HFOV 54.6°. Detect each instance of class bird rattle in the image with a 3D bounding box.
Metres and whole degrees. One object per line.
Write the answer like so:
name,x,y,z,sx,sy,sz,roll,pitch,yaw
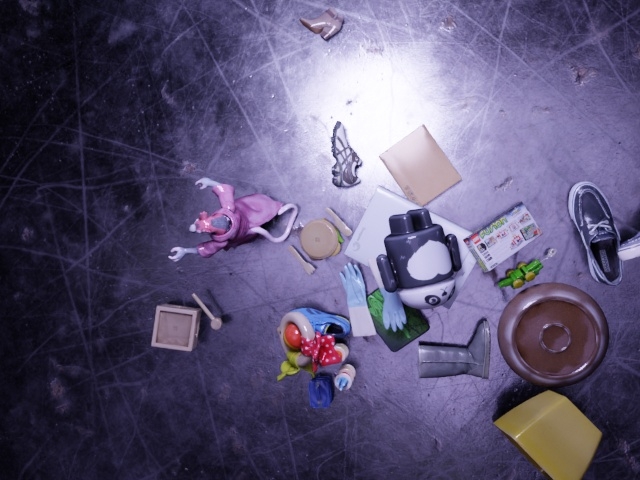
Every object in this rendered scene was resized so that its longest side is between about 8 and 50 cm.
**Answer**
bird rattle,-0.062,0.307,1.816,0.143,0.253,0.206,-17,68,-27

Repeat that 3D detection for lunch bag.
lunch bag,0.001,0.462,1.904,0.067,0.065,0.098,-7,93,10

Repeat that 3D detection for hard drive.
hard drive,0.277,0.019,1.831,0.353,0.047,0.233,28,103,8

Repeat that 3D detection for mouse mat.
mouse mat,0.217,0.229,1.864,0.153,0.007,0.189,-40,85,25

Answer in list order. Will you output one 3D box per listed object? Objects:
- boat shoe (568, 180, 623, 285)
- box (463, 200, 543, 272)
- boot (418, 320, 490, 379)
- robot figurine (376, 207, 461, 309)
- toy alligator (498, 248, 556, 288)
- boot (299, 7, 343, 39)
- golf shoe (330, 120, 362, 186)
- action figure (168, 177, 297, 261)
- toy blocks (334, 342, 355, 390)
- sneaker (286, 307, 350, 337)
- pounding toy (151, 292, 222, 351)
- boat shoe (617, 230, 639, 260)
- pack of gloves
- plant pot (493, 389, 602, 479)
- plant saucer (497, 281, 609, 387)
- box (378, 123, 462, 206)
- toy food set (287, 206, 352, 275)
boat shoe,0.772,-0.019,1.722,0.108,0.102,0.301,-12,91,11
box,0.519,-0.011,1.759,0.207,0.036,0.114,-32,87,-15
boot,0.394,0.323,1.832,0.209,0.076,0.189,4,92,17
robot figurine,0.276,0.054,1.721,0.209,0.173,0.278,-13,95,19
toy alligator,0.603,0.092,1.787,0.190,0.056,0.051,-33,129,9
boot,0.008,-0.660,1.857,0.118,0.042,0.087,37,92,5
golf shoe,0.077,-0.259,1.853,0.094,0.077,0.198,-3,100,-1
action figure,-0.253,-0.029,1.766,0.276,0.370,0.248,18,96,8
toy blocks,0.060,0.379,1.847,0.054,0.148,0.123,-19,90,10
sneaker,-0.013,0.252,1.888,0.210,0.082,0.069,10,97,11
pounding toy,-0.408,0.251,1.957,0.206,0.094,0.181,8,90,0
boat shoe,0.930,-0.075,1.672,0.341,0.127,0.158,-24,83,-8
pack of gloves,0.162,0.165,1.855,0.195,0.046,0.232,-11,94,37
plant pot,0.648,0.543,1.734,0.187,0.212,0.212,-43,85,-3
plant saucer,0.672,0.277,1.785,0.311,0.050,0.310,0,93,9
box,0.295,-0.216,1.836,0.164,0.021,0.201,-35,87,11
toy food set,0.000,0.000,1.898,0.192,0.038,0.132,-44,78,15
